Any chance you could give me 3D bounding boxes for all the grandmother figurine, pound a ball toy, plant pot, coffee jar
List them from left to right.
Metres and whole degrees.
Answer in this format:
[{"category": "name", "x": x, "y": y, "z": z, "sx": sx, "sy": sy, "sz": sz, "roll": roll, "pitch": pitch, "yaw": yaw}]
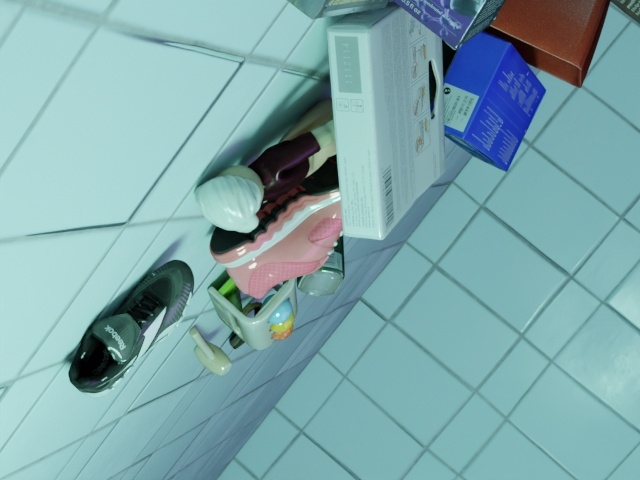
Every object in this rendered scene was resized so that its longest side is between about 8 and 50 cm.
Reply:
[{"category": "pound a ball toy", "x": -0.131, "y": 0.149, "z": 2.085, "sx": 0.208, "sy": 0.135, "sz": 0.319, "roll": -48, "pitch": 170, "yaw": -12}, {"category": "grandmother figurine", "x": -0.050, "y": -0.108, "z": 1.606, "sx": 0.342, "sy": 0.104, "sz": 0.208, "roll": -37, "pitch": 167, "yaw": -46}, {"category": "coffee jar", "x": 0.000, "y": 0.000, "z": 2.055, "sx": 0.096, "sy": 0.079, "sz": 0.184, "roll": 119, "pitch": -23, "yaw": -53}, {"category": "plant pot", "x": 0.347, "y": -0.418, "z": 1.821, "sx": 0.236, "sy": 0.267, "sz": 0.267, "roll": -64, "pitch": 169, "yaw": 7}]

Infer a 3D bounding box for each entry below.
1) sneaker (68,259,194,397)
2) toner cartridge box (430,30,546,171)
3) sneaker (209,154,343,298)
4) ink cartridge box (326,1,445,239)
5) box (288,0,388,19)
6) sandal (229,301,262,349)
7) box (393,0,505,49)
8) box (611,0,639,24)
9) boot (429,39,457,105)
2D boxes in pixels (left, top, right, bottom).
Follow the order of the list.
[{"category": "sneaker", "x": -0.259, "y": 0.122, "z": 1.563, "sx": 0.234, "sy": 0.078, "sz": 0.106, "roll": -48, "pitch": 173, "yaw": 0}, {"category": "toner cartridge box", "x": 0.279, "y": -0.224, "z": 1.889, "sx": 0.165, "sy": 0.075, "sz": 0.348, "roll": -63, "pitch": 160, "yaw": 4}, {"category": "sneaker", "x": -0.015, "y": -0.025, "z": 1.750, "sx": 0.313, "sy": 0.116, "sz": 0.136, "roll": -31, "pitch": 123, "yaw": -9}, {"category": "ink cartridge box", "x": 0.099, "y": -0.187, "z": 1.604, "sx": 0.261, "sy": 0.066, "sz": 0.296, "roll": -44, "pitch": 135, "yaw": -55}, {"category": "box", "x": 0.062, "y": -0.348, "z": 1.309, "sx": 0.183, "sy": 0.056, "sz": 0.231, "roll": -54, "pitch": 170, "yaw": 26}, {"category": "sandal", "x": -0.138, "y": 0.161, "z": 2.357, "sx": 0.090, "sy": 0.060, "sz": 0.219, "roll": -37, "pitch": 179, "yaw": -32}, {"category": "box", "x": 0.186, "y": -0.379, "z": 1.472, "sx": 0.108, "sy": 0.153, "sz": 0.207, "roll": -40, "pitch": 165, "yaw": -45}, {"category": "box", "x": 0.565, "y": -0.503, "z": 2.048, "sx": 0.143, "sy": 0.381, "sz": 0.191, "roll": -54, "pitch": 170, "yaw": 35}, {"category": "boot", "x": 0.102, "y": -0.148, "z": 1.958, "sx": 0.445, "sy": 0.146, "sz": 0.367, "roll": -54, "pitch": 160, "yaw": -1}]
